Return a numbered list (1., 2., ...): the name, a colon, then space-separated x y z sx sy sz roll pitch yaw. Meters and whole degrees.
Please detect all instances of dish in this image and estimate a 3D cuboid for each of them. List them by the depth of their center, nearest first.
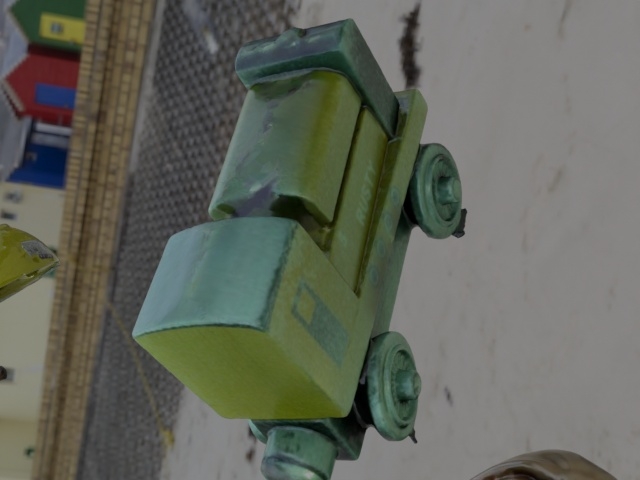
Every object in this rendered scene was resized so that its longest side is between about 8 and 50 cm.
1. dish: -0.394 0.030 1.240 0.080 0.148 0.208 60 -175 -2

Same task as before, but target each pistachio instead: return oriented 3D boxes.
1. pistachio: 0.199 0.275 0.981 0.215 0.144 0.144 -36 44 47

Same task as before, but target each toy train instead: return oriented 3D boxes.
1. toy train: 0.000 0.000 0.881 0.253 0.160 0.397 52 -137 -42

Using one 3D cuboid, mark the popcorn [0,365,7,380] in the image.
1. popcorn: -0.474 0.193 1.235 0.194 0.140 0.163 72 -162 -54
